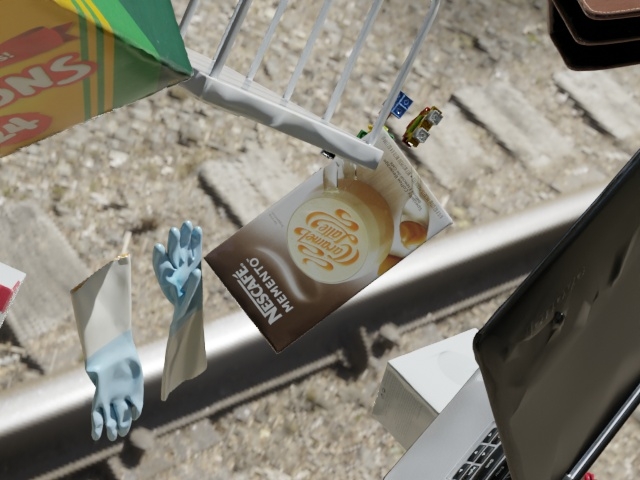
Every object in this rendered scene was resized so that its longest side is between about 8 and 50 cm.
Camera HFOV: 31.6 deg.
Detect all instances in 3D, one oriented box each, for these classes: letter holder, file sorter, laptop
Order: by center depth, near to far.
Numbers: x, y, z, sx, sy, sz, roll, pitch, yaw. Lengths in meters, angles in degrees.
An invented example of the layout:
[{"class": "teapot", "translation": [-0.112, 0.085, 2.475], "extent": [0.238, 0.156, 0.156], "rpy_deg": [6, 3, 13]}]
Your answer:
[{"class": "file sorter", "translation": [-0.064, -0.207, 0.969], "extent": [0.193, 0.173, 0.278], "rpy_deg": [17, 12, -43]}, {"class": "laptop", "translation": [0.209, 0.037, 1.025], "extent": [0.382, 0.408, 0.236], "rpy_deg": [-45, 105, -21]}, {"class": "letter holder", "translation": [0.479, -0.318, 1.522], "extent": [0.302, 0.152, 0.214], "rpy_deg": [-11, 42, 0]}]

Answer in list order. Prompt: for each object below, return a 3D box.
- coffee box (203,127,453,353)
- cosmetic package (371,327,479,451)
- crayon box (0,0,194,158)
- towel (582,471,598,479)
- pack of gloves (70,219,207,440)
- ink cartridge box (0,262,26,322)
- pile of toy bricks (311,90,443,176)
[{"class": "coffee box", "translation": [0.007, 0.000, 1.287], "extent": [0.246, 0.098, 0.141], "rpy_deg": [-38, 93, -4]}, {"class": "cosmetic package", "translation": [0.254, 0.299, 1.995], "extent": [0.224, 0.138, 0.225], "rpy_deg": [-15, 43, -35]}, {"class": "crayon box", "translation": [-0.214, -0.105, 0.518], "extent": [0.318, 0.202, 0.081], "rpy_deg": [17, 54, -73]}, {"class": "towel", "translation": [0.277, 0.431, 1.361], "extent": [0.031, 0.199, 0.274], "rpy_deg": [19, 58, -9]}, {"class": "pack of gloves", "translation": [-0.175, 0.105, 1.223], "extent": [0.046, 0.232, 0.195], "rpy_deg": [21, 39, 26]}, {"class": "ink cartridge box", "translation": [-0.542, 0.112, 1.690], "extent": [0.127, 0.176, 0.128], "rpy_deg": [26, 6, -10]}, {"class": "pile of toy bricks", "translation": [0.065, -0.123, 1.588], "extent": [0.118, 0.212, 0.105], "rpy_deg": [38, -4, -13]}]
